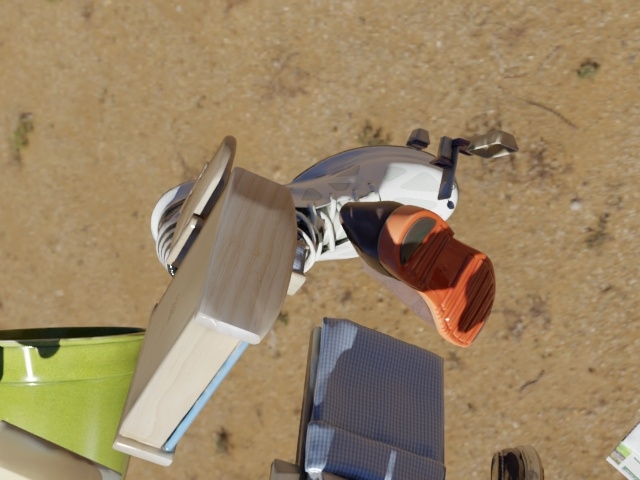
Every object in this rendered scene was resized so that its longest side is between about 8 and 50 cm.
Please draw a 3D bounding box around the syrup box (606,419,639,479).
[{"bbox_3d":[0.395,0.236,1.155,0.093,0.237,0.096,42,85,19],"label":"syrup box"}]

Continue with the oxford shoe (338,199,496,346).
[{"bbox_3d":[0.111,0.030,1.099,0.098,0.271,0.097,23,74,38],"label":"oxford shoe"}]

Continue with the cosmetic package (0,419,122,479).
[{"bbox_3d":[-0.234,0.200,0.865,0.060,0.115,0.041,-41,27,44],"label":"cosmetic package"}]

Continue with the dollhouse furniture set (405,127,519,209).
[{"bbox_3d":[0.159,-0.083,1.161,0.114,0.091,0.081,-9,67,62],"label":"dollhouse furniture set"}]

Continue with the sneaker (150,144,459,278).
[{"bbox_3d":[0.000,0.001,1.398,0.257,0.448,0.169,-116,18,-64],"label":"sneaker"}]

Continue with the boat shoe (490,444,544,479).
[{"bbox_3d":[0.146,0.272,0.893,0.092,0.285,0.102,5,118,10],"label":"boat shoe"}]

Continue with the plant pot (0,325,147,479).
[{"bbox_3d":[-0.487,0.344,1.876,0.366,0.366,0.353,-3,88,46],"label":"plant pot"}]

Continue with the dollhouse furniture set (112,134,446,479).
[{"bbox_3d":[0.031,0.072,0.822,0.198,0.303,0.286,-52,21,45],"label":"dollhouse furniture set"}]
